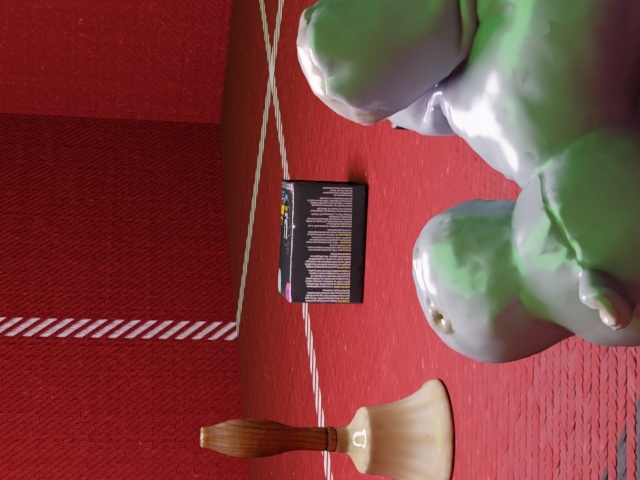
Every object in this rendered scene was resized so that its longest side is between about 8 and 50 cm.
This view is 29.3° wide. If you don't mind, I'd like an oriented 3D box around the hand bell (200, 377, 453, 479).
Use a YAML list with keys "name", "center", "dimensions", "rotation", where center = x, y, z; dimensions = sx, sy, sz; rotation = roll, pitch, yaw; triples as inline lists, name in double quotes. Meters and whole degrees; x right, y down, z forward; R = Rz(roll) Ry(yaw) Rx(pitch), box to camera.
- name: "hand bell"
  center: [0.001, 0.201, 1.226]
  dimensions: [0.126, 0.242, 0.126]
  rotation: [-179, 90, -79]

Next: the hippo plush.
- name: "hippo plush"
  center: [0.151, -0.056, 0.703]
  dimensions: [0.294, 0.234, 0.237]
  rotation: [-20, 84, 35]

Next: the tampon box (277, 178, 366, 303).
- name: "tampon box"
  center: [0.000, 0.000, 1.665]
  dimensions: [0.120, 0.101, 0.161]
  rotation: [-154, 66, -80]

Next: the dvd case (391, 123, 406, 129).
- name: "dvd case"
  center: [0.114, -0.223, 1.275]
  dimensions: [0.238, 0.029, 0.179]
  rotation: [155, 116, -79]
